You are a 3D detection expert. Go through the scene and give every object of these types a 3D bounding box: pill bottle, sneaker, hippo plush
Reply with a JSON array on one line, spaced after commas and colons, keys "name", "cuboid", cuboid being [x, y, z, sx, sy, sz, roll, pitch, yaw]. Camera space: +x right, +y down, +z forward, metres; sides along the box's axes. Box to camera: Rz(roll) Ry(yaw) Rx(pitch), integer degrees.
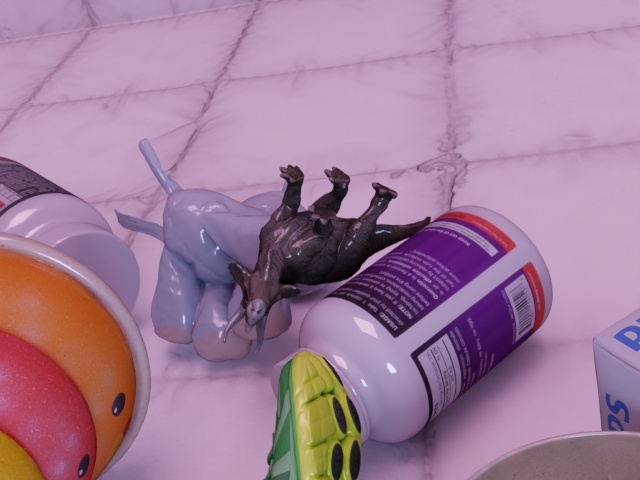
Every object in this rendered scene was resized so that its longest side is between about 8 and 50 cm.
[{"name": "pill bottle", "cuboid": [-0.430, 0.013, 1.407, 0.210, 0.210, 0.363, -32, 36, -28]}, {"name": "pill bottle", "cuboid": [0.104, 0.105, 1.090, 0.323, 0.181, 0.181, -33, 37, -29]}, {"name": "sneaker", "cuboid": [-0.031, 0.245, 0.888, 0.124, 0.109, 0.295, -9, 67, 28]}, {"name": "hippo plush", "cuboid": [-0.107, 0.027, 1.320, 0.294, 0.234, 0.237, 32, 20, 26]}]

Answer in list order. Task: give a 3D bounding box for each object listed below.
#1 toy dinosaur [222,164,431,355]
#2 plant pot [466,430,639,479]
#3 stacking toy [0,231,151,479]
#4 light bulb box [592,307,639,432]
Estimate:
[{"name": "toy dinosaur", "cuboid": [0.000, 0.000, 1.133, 0.121, 0.160, 0.314, 42, 37, 24]}, {"name": "plant pot", "cuboid": [0.225, 0.310, 0.711, 0.284, 0.190, 0.284, -9, 32, 6]}, {"name": "stacking toy", "cuboid": [-0.347, 0.234, 0.860, 0.351, 0.350, 0.480, -12, 26, 2]}, {"name": "light bulb box", "cuboid": [0.493, 0.162, 0.812, 0.358, 0.225, 0.361, -27, 34, -20]}]
